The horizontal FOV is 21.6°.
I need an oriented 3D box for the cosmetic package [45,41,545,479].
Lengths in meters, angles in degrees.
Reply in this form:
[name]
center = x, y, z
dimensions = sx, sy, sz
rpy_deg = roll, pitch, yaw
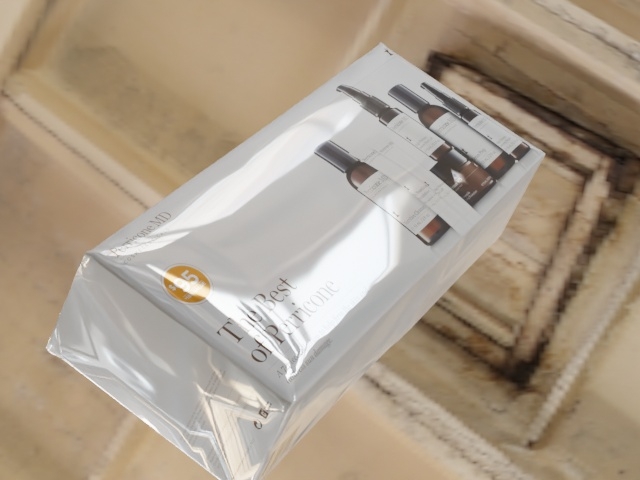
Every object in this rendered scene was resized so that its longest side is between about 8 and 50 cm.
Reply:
[cosmetic package]
center = 0.000, 0.000, 0.703
dimensions = 0.099, 0.239, 0.060
rpy_deg = 34, -52, 12
